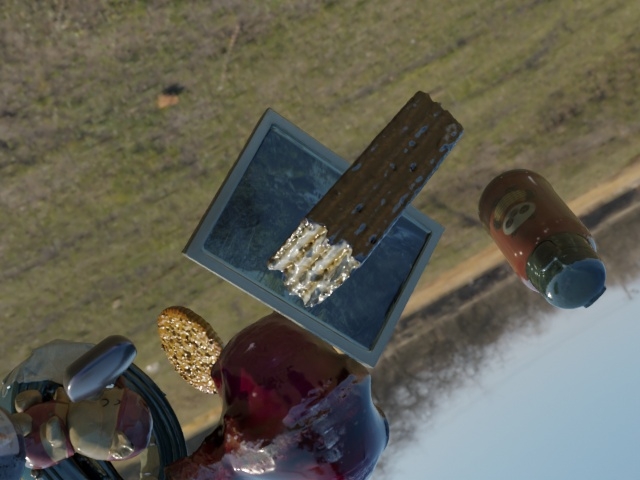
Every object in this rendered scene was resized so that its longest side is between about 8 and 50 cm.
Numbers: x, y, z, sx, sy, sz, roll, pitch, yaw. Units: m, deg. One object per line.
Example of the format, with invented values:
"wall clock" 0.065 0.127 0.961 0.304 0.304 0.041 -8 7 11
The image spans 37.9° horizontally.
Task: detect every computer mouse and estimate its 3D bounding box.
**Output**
"computer mouse" -0.335 0.196 1.410 0.120 0.057 0.232 -37 179 -19

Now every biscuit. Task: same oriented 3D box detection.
"biscuit" -0.313 0.270 2.281 0.035 0.254 0.254 -34 177 -38
"biscuit" 0.047 -0.042 0.932 0.252 0.070 0.106 -50 -179 -37

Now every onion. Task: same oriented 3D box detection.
"onion" -0.099 0.369 1.779 0.420 0.398 0.398 -34 176 -29

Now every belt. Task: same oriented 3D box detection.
"belt" -0.467 0.404 1.930 0.300 0.436 0.173 -41 -171 -34

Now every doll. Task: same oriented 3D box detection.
"doll" -0.439 0.333 1.719 0.256 0.196 0.152 -4 135 -7

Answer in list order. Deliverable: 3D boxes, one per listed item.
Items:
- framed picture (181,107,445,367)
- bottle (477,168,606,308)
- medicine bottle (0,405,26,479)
"framed picture" 0.000 0.000 1.293 0.240 0.324 0.020 -60 -160 -13
"bottle" 0.376 -0.001 1.559 0.144 0.144 0.336 -30 -155 6
"medicine bottle" -0.560 0.313 1.312 0.165 0.165 0.273 -31 164 14
